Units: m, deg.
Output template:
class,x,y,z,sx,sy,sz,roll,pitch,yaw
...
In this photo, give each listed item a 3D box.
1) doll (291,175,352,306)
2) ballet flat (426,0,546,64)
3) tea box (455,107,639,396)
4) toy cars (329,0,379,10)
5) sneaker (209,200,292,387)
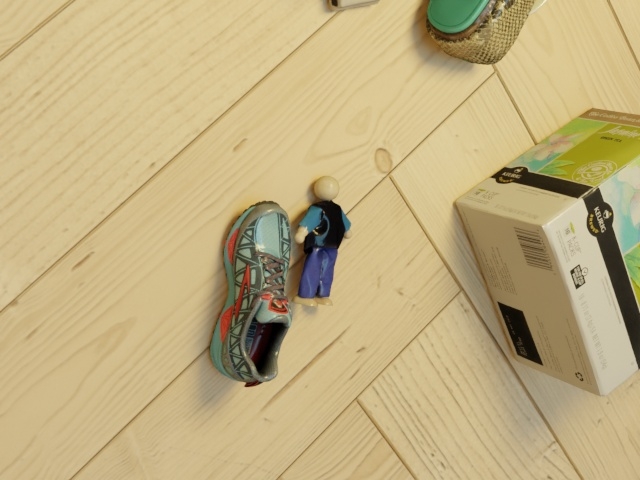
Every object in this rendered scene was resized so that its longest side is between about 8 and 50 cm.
class,x,y,z,sx,sy,sz,roll,pitch,yaw
doll,0.000,0.000,1.705,0.129,0.046,0.189,3,98,-53
ballet flat,0.326,-0.477,1.733,0.182,0.164,0.482,18,104,-49
tea box,0.445,0.010,1.885,0.324,0.220,0.329,-35,117,-21
toy cars,0.102,-0.505,1.631,0.176,0.087,0.393,30,85,-33
sneaker,-0.072,0.077,1.635,0.104,0.125,0.261,3,100,-33
